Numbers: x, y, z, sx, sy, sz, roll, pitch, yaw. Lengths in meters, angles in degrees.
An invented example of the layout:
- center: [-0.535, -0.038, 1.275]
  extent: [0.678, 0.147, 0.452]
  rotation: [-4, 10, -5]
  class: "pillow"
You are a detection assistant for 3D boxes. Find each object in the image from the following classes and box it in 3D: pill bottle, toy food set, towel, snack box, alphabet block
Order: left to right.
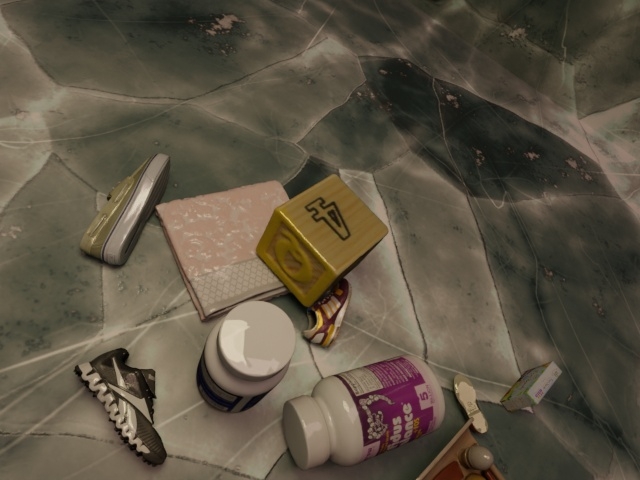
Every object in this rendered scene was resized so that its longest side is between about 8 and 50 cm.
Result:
- center: [-0.188, 0.004, 0.996]
  extent: [0.332, 0.053, 0.316]
  rotation: [-17, 67, -31]
  class: "towel"
- center: [-0.140, 0.218, 0.747]
  extent: [0.153, 0.264, 0.153]
  rotation: [11, 56, -17]
  class: "pill bottle"
- center: [0.000, 0.000, 0.933]
  extent: [0.193, 0.192, 0.197]
  rotation: [46, 54, 10]
  class: "alphabet block"
- center: [0.085, 0.345, 0.819]
  extent: [0.302, 0.169, 0.169]
  rotation: [-8, 63, -26]
  class: "pill bottle"
- center: [0.350, 0.563, 0.838]
  extent: [0.220, 0.092, 0.306]
  rotation: [-27, 72, -33]
  class: "toy food set"
- center: [0.534, 0.370, 1.030]
  extent: [0.141, 0.100, 0.037]
  rotation: [-27, 73, -33]
  class: "snack box"

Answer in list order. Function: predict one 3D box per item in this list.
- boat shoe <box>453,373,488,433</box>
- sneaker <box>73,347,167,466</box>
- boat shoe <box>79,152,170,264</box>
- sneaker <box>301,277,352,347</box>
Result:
- center: [0.357, 0.394, 0.980]
  extent: [0.049, 0.043, 0.137]
  rotation: [-19, 64, -3]
  class: "boat shoe"
- center: [-0.335, 0.290, 0.739]
  extent: [0.106, 0.078, 0.234]
  rotation: [-36, 75, -32]
  class: "sneaker"
- center: [-0.434, -0.089, 0.921]
  extent: [0.094, 0.109, 0.302]
  rotation: [19, 57, -8]
  class: "boat shoe"
- center: [0.015, 0.158, 0.971]
  extent: [0.084, 0.069, 0.185]
  rotation: [28, 52, -11]
  class: "sneaker"
